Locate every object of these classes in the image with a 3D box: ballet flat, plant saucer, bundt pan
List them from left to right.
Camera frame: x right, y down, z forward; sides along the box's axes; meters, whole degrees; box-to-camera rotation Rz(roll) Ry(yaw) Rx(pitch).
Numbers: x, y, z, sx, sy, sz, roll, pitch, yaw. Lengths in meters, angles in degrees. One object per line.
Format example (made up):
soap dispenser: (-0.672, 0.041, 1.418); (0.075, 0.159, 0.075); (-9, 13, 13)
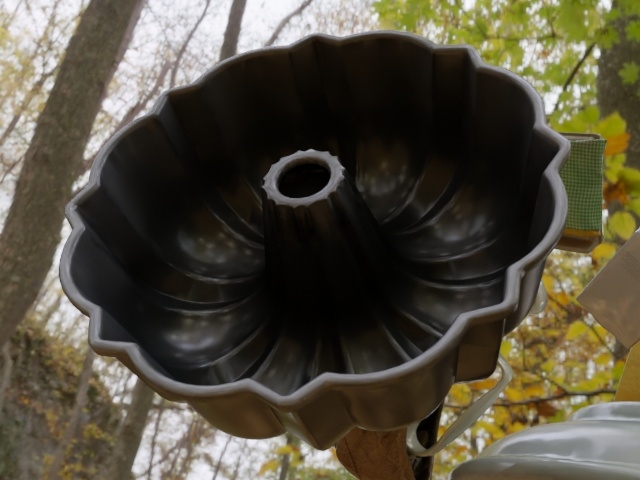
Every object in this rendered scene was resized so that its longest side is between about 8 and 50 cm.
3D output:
bundt pan: (0.000, 0.000, 0.539); (0.330, 0.331, 0.124); (0, -42, 15)
ballet flat: (0.122, 0.073, 0.689); (0.124, 0.342, 0.116); (27, 6, 33)
plant saucer: (0.314, 0.219, 0.663); (0.400, 0.101, 0.400); (15, -22, 6)

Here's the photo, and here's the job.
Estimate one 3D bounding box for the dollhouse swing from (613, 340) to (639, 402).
dollhouse swing: (0.709, 0.171, 1.306); (0.305, 0.347, 0.315); (22, -4, -24)

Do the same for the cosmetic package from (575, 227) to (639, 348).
cosmetic package: (0.484, 0.059, 1.155); (0.117, 0.085, 0.231); (47, -21, 17)

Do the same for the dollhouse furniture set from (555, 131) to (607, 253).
dollhouse furniture set: (0.313, -0.076, 1.325); (0.301, 0.151, 0.198); (11, -64, 45)
